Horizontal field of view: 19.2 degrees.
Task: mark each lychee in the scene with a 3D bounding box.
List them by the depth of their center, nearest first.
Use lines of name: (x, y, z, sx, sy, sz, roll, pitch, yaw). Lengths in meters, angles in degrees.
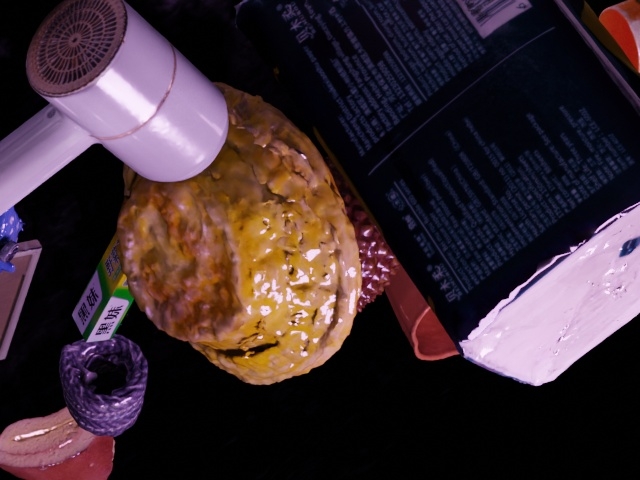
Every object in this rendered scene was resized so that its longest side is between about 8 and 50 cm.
lychee: (0.000, 0.000, 1.954, 0.188, 0.188, 0.188, -25, 151, -15)

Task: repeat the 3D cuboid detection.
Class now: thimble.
thimble: (-0.230, 0.155, 2.045, 0.095, 0.104, 0.066, -25, 144, -22)

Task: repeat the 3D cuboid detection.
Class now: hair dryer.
hair dryer: (-0.263, -0.059, 1.663, 0.357, 0.108, 0.173, -35, 138, 12)

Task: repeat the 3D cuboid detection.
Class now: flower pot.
flower pot: (0.140, 0.013, 2.133, 0.190, 0.173, 0.191, -26, 151, -16)

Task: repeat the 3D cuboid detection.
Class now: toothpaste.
toothpaste: (-0.203, 0.032, 1.947, 0.037, 0.043, 0.178, -6, 142, -40)

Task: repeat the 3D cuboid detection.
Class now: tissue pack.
tissue pack: (0.151, -0.109, 1.696, 0.264, 0.417, 0.253, -41, 151, 14)

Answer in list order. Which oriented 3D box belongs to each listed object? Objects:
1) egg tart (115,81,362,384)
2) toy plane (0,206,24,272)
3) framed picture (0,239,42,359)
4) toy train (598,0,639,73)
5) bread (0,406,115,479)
egg tart: (-0.094, 0.005, 1.756, 0.123, 0.294, 0.294, -29, 156, -44)
toy plane: (-0.294, -0.025, 1.765, 0.062, 0.054, 0.167, -51, 168, -42)
framed picture: (-0.403, 0.083, 1.851, 0.250, 0.016, 0.184, -14, 146, -33)
toy train: (0.427, -0.235, 2.127, 0.285, 0.116, 0.177, -22, 137, -18)
bread: (-0.286, 0.242, 2.163, 0.119, 0.067, 0.192, -37, 152, 6)
